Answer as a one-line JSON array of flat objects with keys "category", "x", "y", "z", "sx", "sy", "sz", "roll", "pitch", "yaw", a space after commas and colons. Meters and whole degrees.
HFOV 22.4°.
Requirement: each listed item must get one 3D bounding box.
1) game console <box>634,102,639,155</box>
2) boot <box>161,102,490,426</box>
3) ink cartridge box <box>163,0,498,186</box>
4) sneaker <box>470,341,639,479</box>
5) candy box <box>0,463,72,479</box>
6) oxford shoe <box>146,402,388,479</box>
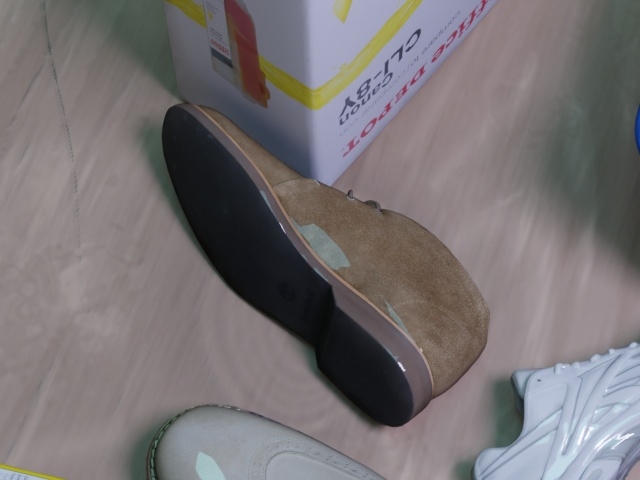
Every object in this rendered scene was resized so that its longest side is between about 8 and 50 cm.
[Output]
[{"category": "game console", "x": 0.369, "y": -0.099, "z": 1.183, "sx": 0.173, "sy": 0.250, "sz": 0.293, "roll": -1, "pitch": 48, "yaw": 31}, {"category": "boot", "x": 0.000, "y": 0.000, "z": 1.227, "sx": 0.115, "sy": 0.112, "sz": 0.305, "roll": -33, "pitch": 71, "yaw": -32}, {"category": "ink cartridge box", "x": 0.027, "y": -0.249, "z": 1.179, "sx": 0.160, "sy": 0.385, "sz": 0.279, "roll": 37, "pitch": 71, "yaw": 16}, {"category": "sneaker", "x": 0.197, "y": 0.112, "z": 1.156, "sx": 0.115, "sy": 0.090, "sz": 0.232, "roll": 38, "pitch": 70, "yaw": 24}, {"category": "candy box", "x": -0.228, "y": 0.261, "z": 1.137, "sx": 0.105, "sy": 0.027, "sz": 0.206, "roll": 13, "pitch": 65, "yaw": 7}, {"category": "oxford shoe", "x": 0.041, "y": 0.224, "z": 1.073, "sx": 0.397, "sy": 0.146, "sz": 0.140, "roll": 34, "pitch": 71, "yaw": 18}]
